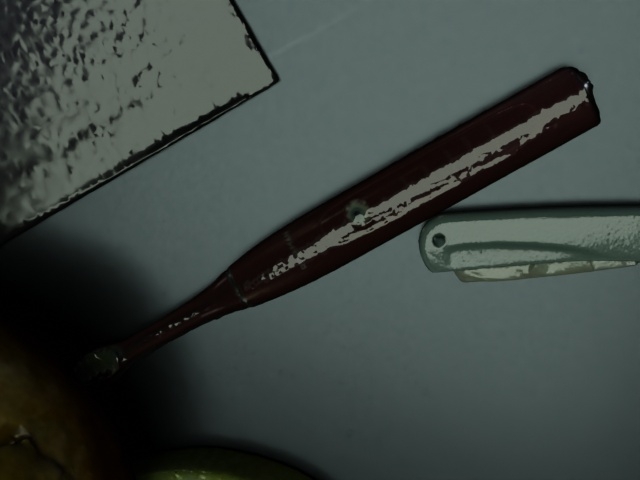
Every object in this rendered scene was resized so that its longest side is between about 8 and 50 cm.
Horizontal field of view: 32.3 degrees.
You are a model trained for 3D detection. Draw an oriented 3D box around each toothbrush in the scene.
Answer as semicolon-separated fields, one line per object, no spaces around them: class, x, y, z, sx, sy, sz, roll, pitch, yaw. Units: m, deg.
toothbrush;0.000;0.000;0.667;0.364;0.041;0.041;-29;96;12

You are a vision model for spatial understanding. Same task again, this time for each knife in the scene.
knife;0.139;0.002;0.656;0.162;0.023;0.044;-2;99;8

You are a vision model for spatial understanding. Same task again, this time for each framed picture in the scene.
framed picture;-0.218;-0.180;0.674;0.255;0.014;0.339;-29;97;12

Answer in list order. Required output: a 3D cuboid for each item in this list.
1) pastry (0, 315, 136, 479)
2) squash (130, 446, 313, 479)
pastry;-0.260;0.191;0.658;0.356;0.164;0.356;3;98;22
squash;-0.069;0.258;0.723;0.252;0.049;0.252;2;101;8
